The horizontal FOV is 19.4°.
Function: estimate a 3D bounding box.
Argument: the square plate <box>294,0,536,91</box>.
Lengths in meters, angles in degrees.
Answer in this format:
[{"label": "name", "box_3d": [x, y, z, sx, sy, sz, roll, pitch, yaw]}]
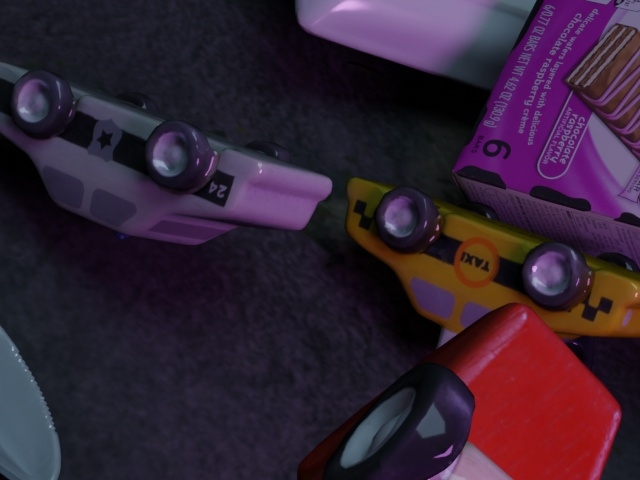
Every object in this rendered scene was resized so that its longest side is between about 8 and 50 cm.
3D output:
[{"label": "square plate", "box_3d": [0.141, -0.250, 1.264, 0.344, 0.049, 0.347, 14, 61, -26]}]

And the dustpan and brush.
[{"label": "dustpan and brush", "box_3d": [-0.193, 0.024, 0.900, 0.147, 0.060, 0.211, 44, -3, -33]}]

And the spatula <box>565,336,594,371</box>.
[{"label": "spatula", "box_3d": [0.166, -0.010, 1.169, 0.084, 0.030, 0.296, 24, 42, -7]}]

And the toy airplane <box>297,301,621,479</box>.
[{"label": "toy airplane", "box_3d": [-0.062, 0.225, 0.680, 0.384, 0.272, 0.386, -3, 87, -19]}]

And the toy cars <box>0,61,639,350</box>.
[{"label": "toy cars", "box_3d": [0.000, 0.000, 1.019, 0.394, 0.087, 0.176, 17, 5, -12]}]

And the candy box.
[{"label": "candy box", "box_3d": [0.215, -0.060, 1.087, 0.233, 0.071, 0.159, 17, 69, 28]}]
